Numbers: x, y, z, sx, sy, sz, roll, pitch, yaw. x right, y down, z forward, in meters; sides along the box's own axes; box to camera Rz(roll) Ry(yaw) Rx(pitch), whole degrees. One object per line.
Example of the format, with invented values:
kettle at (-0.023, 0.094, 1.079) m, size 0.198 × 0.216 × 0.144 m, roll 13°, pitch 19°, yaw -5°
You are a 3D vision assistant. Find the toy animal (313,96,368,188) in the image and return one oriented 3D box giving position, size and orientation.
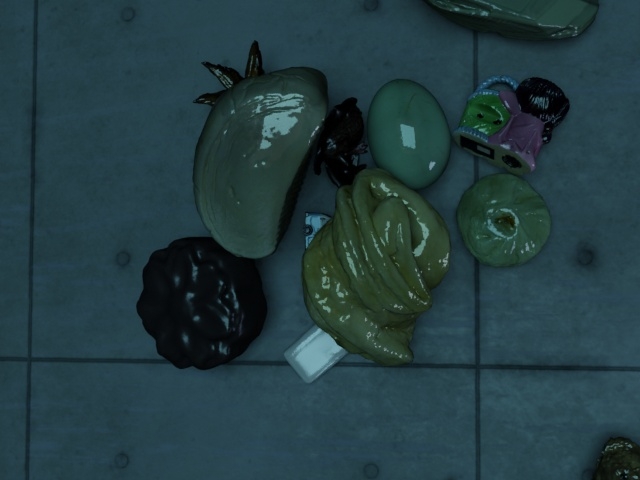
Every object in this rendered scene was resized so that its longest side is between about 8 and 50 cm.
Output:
toy animal at (0.036, -0.219, 1.925) m, size 0.116 × 0.218 × 0.179 m, roll -7°, pitch 45°, yaw 2°

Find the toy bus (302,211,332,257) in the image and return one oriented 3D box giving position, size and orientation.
toy bus at (0.000, 0.000, 1.972) m, size 0.074 × 0.060 × 0.123 m, roll -1°, pitch 89°, yaw 5°

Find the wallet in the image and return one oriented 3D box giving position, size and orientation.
wallet at (0.015, 0.216, 1.971) m, size 0.190 × 0.033 × 0.095 m, roll -40°, pitch 83°, yaw 6°

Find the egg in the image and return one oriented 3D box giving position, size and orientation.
egg at (0.179, -0.216, 1.897) m, size 0.168 × 0.168 × 0.231 m, roll -14°, pitch 89°, yaw 9°

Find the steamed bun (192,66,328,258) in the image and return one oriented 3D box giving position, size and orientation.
steamed bun at (-0.136, -0.175, 1.863) m, size 0.236 × 0.247 × 0.384 m, roll 18°, pitch 116°, yaw -3°

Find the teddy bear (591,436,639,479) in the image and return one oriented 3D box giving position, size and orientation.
teddy bear at (0.665, 0.498, 1.741) m, size 0.222 × 0.296 × 0.246 m, roll -8°, pitch 116°, yaw -13°

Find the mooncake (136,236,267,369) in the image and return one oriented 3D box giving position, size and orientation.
mooncake at (-0.257, 0.131, 1.932) m, size 0.283 × 0.141 × 0.283 m, roll 3°, pitch 97°, yaw 27°

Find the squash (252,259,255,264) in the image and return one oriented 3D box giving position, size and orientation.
squash at (-0.163, 0.097, 1.991) m, size 0.066 × 0.066 × 0.201 m, roll -12°, pitch 90°, yaw 9°

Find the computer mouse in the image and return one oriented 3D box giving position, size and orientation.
computer mouse at (0.359, -0.537, 1.903) m, size 0.429 × 0.145 × 0.228 m, roll 14°, pitch 82°, yaw -2°

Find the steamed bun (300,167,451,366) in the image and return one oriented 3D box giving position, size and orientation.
steamed bun at (0.130, 0.055, 1.814) m, size 0.230 × 0.324 × 0.372 m, roll 16°, pitch 87°, yaw 44°

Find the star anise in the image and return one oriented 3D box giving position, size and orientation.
star anise at (-0.145, -0.303, 1.994) m, size 0.272 × 0.102 × 0.272 m, roll 0°, pitch 116°, yaw 0°

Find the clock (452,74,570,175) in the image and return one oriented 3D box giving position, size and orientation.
clock at (0.390, -0.253, 1.893) m, size 0.194 × 0.100 × 0.195 m, roll 29°, pitch 74°, yaw 19°

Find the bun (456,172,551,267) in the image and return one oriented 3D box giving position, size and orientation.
bun at (0.370, -0.043, 1.885) m, size 0.195 × 0.118 × 0.195 m, roll -1°, pitch 85°, yaw 12°
